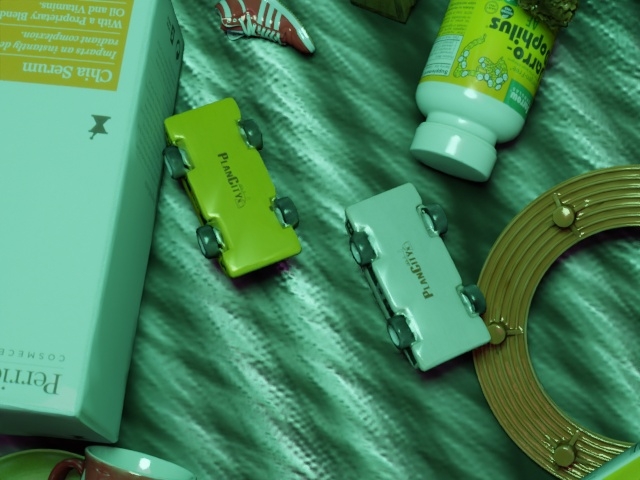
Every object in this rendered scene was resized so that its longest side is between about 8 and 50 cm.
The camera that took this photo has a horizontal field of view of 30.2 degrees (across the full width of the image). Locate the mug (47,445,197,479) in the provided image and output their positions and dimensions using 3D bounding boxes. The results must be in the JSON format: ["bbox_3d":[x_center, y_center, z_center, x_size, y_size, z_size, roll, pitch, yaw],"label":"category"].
[{"bbox_3d":[-0.205,0.295,1.162,0.113,0.150,0.169,17,86,-31],"label":"mug"}]

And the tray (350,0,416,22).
[{"bbox_3d":[0.131,-0.451,1.215,0.076,0.203,0.411,21,84,10],"label":"tray"}]

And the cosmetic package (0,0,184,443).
[{"bbox_3d":[-0.288,-0.045,1.168,0.230,0.161,0.454,5,71,4],"label":"cosmetic package"}]

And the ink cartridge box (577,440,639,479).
[{"bbox_3d":[0.345,0.349,1.115,0.303,0.072,0.307,-38,79,17],"label":"ink cartridge box"}]

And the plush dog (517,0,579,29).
[{"bbox_3d":[0.239,-0.336,1.122,0.225,0.210,0.263,-27,60,15],"label":"plush dog"}]

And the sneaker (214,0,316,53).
[{"bbox_3d":[-0.063,-0.229,1.279,0.067,0.042,0.118,-42,74,-7],"label":"sneaker"}]

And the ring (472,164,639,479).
[{"bbox_3d":[0.309,0.094,1.158,0.336,0.032,0.337,2,96,20],"label":"ring"}]

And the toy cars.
[{"bbox_3d":[0.000,0.000,1.223,0.393,0.087,0.177,26,69,3],"label":"toy cars"}]

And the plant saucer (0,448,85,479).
[{"bbox_3d":[-0.283,0.335,1.217,0.240,0.037,0.241,-1,82,4],"label":"plant saucer"}]

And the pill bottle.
[{"bbox_3d":[0.167,-0.172,1.219,0.117,0.117,0.208,21,83,6],"label":"pill bottle"}]
